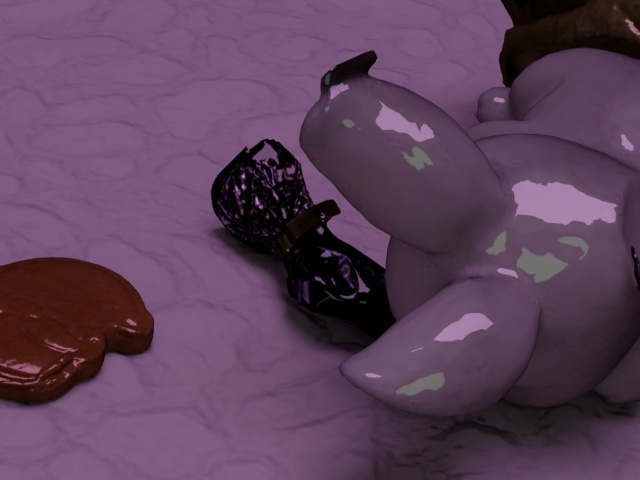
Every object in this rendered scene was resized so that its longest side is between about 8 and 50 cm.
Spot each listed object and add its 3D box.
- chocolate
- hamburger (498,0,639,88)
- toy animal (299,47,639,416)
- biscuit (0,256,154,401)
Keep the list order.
[{"bbox_3d":[-0.003,0.001,0.908,0.072,0.070,0.147,-18,37,-32],"label":"chocolate"},{"bbox_3d":[0.248,-0.129,1.035,0.284,0.134,0.265,24,-15,-10],"label":"hamburger"},{"bbox_3d":[0.120,-0.011,0.848,0.154,0.209,0.325,-17,-10,33],"label":"toy animal"},{"bbox_3d":[-0.152,0.043,0.830,0.102,0.019,0.130,34,38,33],"label":"biscuit"}]
